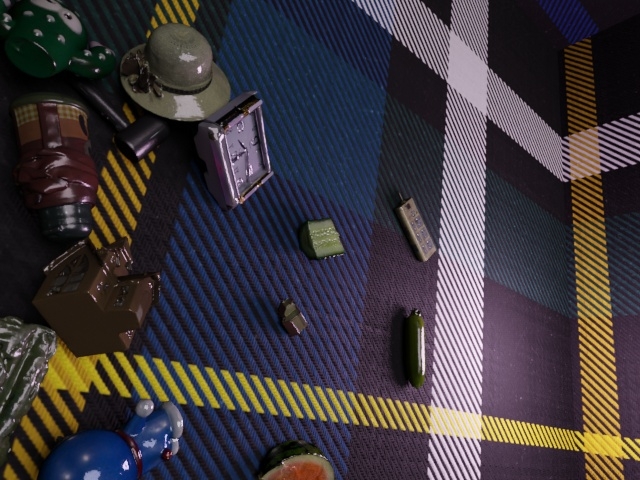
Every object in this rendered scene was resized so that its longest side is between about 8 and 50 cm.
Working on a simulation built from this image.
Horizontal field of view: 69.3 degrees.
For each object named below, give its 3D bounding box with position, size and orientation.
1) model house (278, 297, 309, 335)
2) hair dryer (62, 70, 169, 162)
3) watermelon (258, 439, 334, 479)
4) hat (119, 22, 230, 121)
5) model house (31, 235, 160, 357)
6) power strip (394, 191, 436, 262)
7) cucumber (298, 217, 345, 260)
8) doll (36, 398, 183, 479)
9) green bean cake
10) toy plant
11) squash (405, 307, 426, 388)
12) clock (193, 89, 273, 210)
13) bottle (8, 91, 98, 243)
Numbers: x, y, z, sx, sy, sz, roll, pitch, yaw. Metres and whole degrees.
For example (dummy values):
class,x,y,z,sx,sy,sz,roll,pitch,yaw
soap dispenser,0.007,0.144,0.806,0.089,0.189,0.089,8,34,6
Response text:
class,x,y,z,sx,sy,sz,roll,pitch,yaw
model house,-0.078,0.204,1.221,0.058,0.057,0.083,-39,128,-13
hair dryer,-0.453,-0.292,1.009,0.248,0.070,0.114,46,55,-13
watermelon,-0.048,0.570,1.159,0.245,0.063,0.119,33,79,-37
hat,-0.315,-0.405,1.035,0.256,0.130,0.258,12,54,-16
model house,-0.396,0.069,0.901,0.248,0.176,0.181,-93,174,-49
power strip,0.329,-0.052,1.637,0.092,0.034,0.268,-36,104,-39
cucumber,0.000,0.000,1.323,0.115,0.062,0.117,-11,80,-43
doll,-0.378,0.395,0.847,0.256,0.161,0.216,-17,123,-55
green bean cake,-0.581,0.223,0.729,0.254,0.132,0.241,31,58,-32
toy plant,-0.530,-0.402,0.901,0.232,0.112,0.243,44,27,-8
squash,0.309,0.348,1.507,0.069,0.069,0.259,12,72,-39
clock,-0.204,-0.216,1.130,0.186,0.083,0.253,-50,150,-36
bottle,-0.497,-0.128,0.877,0.156,0.143,0.272,22,56,-79
